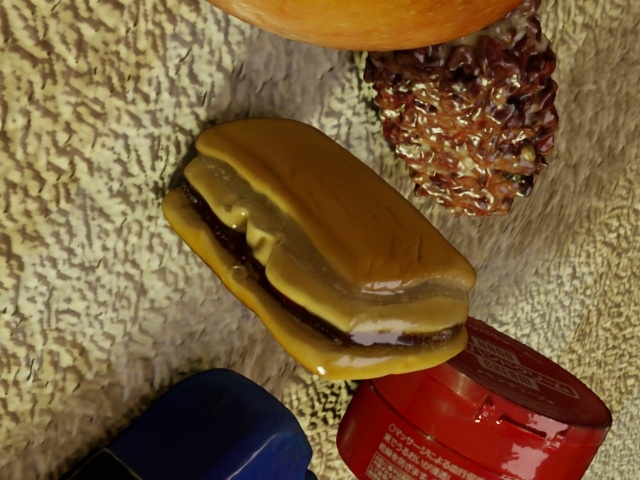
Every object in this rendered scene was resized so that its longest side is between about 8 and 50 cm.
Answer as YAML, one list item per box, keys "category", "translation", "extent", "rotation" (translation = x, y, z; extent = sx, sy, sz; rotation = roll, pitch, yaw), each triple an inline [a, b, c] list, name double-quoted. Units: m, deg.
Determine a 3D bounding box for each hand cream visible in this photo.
- category: "hand cream"
  translation: [0.117, 0.145, 1.205]
  extent: [0.193, 0.193, 0.125]
  rotation: [10, 112, -57]

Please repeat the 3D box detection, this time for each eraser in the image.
- category: "eraser"
  translation: [-0.148, 0.230, 1.012]
  extent: [0.332, 0.102, 0.155]
  rotation: [-42, 146, -22]

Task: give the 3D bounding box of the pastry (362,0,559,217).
- category: "pastry"
  translation: [0.097, -0.099, 1.024]
  extent: [0.097, 0.115, 0.208]
  rotation: [-56, 150, -21]

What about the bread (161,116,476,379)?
- category: "bread"
  translation: [0.000, 0.000, 0.892]
  extent: [0.116, 0.200, 0.077]
  rotation: [1, 121, -40]

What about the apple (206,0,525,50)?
- category: "apple"
  translation: [0.022, -0.211, 0.714]
  extent: [0.251, 0.206, 0.272]
  rotation: [-48, 148, -17]
